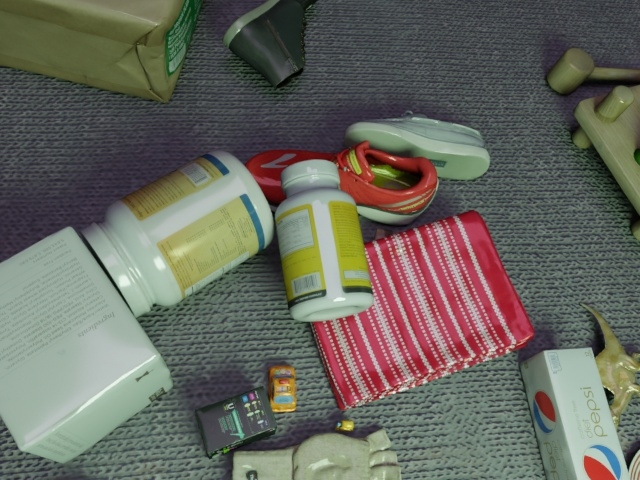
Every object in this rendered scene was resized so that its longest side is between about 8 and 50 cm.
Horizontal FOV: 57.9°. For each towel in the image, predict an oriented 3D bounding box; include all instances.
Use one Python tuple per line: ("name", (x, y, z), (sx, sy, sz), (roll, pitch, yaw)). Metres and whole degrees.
("towel", (0.122, 0.083, 0.757), (0.275, 0.031, 0.199), (-17, 76, -10))

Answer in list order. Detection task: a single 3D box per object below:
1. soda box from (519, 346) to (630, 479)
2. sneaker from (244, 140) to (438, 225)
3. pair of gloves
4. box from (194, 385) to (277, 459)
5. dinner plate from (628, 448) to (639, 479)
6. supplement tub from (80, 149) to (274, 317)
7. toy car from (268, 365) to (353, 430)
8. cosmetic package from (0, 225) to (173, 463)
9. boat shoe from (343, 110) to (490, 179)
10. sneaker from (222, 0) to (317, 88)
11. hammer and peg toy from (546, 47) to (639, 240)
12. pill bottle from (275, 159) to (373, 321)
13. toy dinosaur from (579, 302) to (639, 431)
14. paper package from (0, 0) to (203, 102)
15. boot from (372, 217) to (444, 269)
("soda box", (0.315, 0.246, 0.714), (0.069, 0.074, 0.216), (-1, 65, -10))
("sneaker", (0.029, -0.097, 0.807), (0.279, 0.118, 0.107), (3, 64, -7))
("pair of gloves", (0.011, 0.341, 0.641), (0.204, 0.042, 0.240), (-9, 65, -9))
("box", (-0.098, 0.211, 0.672), (0.083, 0.062, 0.052), (-17, 67, -16))
("dinner plate", (0.450, 0.325, 0.730), (0.141, 0.017, 0.141), (3, 65, -6))
("supplement tub", (-0.173, -0.009, 0.719), (0.200, 0.144, 0.144), (-33, 74, -21))
("toy car", (-0.010, 0.190, 0.708), (0.122, 0.040, 0.060), (16, 63, -1))
("cosmetic package", (-0.279, 0.118, 0.638), (0.151, 0.151, 0.183), (-34, 73, -21))
("boat shoe", (0.146, -0.152, 0.882), (0.227, 0.079, 0.081), (9, 54, -10))
("sneaker", (-0.049, -0.333, 0.941), (0.118, 0.083, 0.222), (47, 58, -7))
("hammer and peg toy", (0.548, -0.190, 0.927), (0.266, 0.127, 0.361), (-16, 68, -16))
("pill bottle", (0.000, 0.000, 0.707), (0.103, 0.103, 0.184), (-6, 73, -12))
("toy dinosaur", (0.408, 0.166, 0.779), (0.092, 0.053, 0.183), (7, 64, -4))
("paper package", (-0.333, -0.411, 0.873), (0.309, 0.168, 0.325), (12, 63, -3))
("boot", (0.118, 0.004, 0.816), (0.087, 0.042, 0.118), (23, 65, 2))
